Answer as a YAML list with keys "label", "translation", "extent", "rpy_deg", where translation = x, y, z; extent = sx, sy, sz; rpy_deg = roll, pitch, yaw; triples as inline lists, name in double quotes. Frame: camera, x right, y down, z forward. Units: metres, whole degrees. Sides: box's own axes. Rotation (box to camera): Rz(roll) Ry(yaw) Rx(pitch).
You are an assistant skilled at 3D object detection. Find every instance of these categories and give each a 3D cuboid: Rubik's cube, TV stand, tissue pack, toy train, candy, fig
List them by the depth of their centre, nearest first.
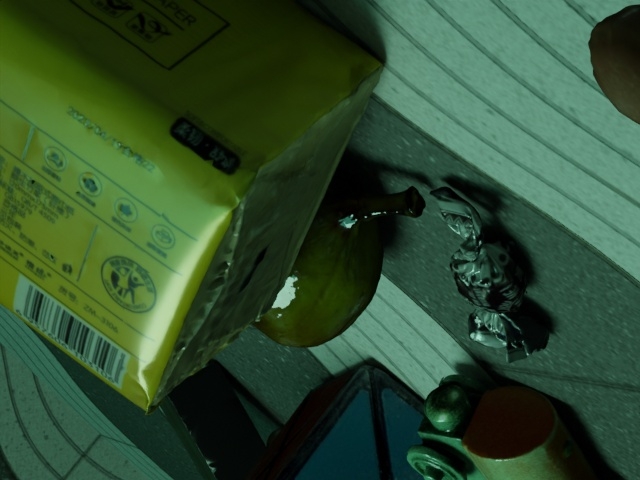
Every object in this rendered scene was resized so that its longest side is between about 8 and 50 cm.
- label: "tissue pack"
  translation: [-0.187, -0.102, 1.334]
  extent: [0.382, 0.228, 0.293]
  rpy_deg: [35, 135, 9]
- label: "candy"
  translation: [0.131, 0.034, 1.425]
  extent: [0.094, 0.051, 0.226]
  rpy_deg: [33, 162, 29]
- label: "fig"
  translation: [-0.001, 0.002, 1.503]
  extent: [0.170, 0.145, 0.274]
  rpy_deg: [42, 149, -13]
- label: "toy train"
  translation: [0.203, 0.236, 1.715]
  extent: [0.177, 0.116, 0.285]
  rpy_deg: [7, 145, 38]
- label: "Rubik's cube"
  translation: [0.049, 0.316, 1.971]
  extent: [0.260, 0.259, 0.255]
  rpy_deg: [37, 164, -5]
- label: "TV stand"
  translation: [-0.117, 0.305, 2.412]
  extent: [0.269, 0.088, 0.083]
  rpy_deg: [59, 161, 0]

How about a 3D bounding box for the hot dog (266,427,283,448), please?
- label: "hot dog"
  translation: [0.023, 0.369, 2.480]
  extent: [0.286, 0.061, 0.088]
  rpy_deg: [45, 151, -22]

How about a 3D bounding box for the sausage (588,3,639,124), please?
- label: "sausage"
  translation: [0.226, -0.073, 0.926]
  extent: [0.194, 0.077, 0.077]
  rpy_deg: [27, 159, 35]
